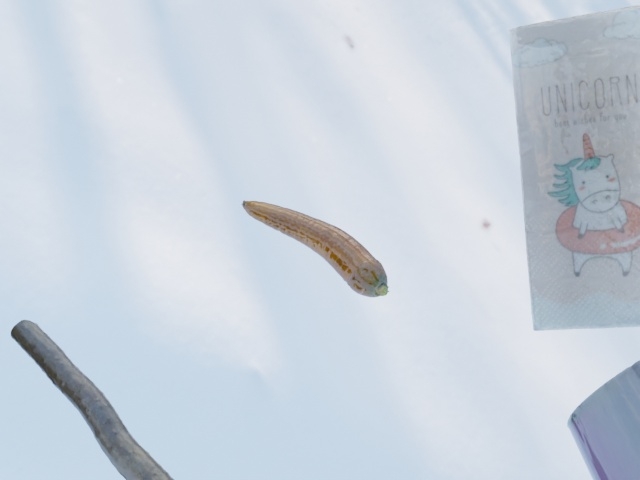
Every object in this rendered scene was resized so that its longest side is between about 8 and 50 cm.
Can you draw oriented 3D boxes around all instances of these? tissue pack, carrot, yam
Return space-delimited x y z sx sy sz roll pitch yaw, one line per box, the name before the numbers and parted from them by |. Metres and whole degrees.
tissue pack | 0.295 -0.073 1.114 0.071 0.170 0.326 -5 91 -60
carrot | 0.000 0.000 1.621 0.271 0.066 0.062 38 16 20
yam | -0.288 0.216 1.351 0.045 0.045 0.327 -22 54 -42

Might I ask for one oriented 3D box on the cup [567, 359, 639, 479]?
cup | 0.274 0.199 0.610 0.203 0.203 0.288 8 48 -51
